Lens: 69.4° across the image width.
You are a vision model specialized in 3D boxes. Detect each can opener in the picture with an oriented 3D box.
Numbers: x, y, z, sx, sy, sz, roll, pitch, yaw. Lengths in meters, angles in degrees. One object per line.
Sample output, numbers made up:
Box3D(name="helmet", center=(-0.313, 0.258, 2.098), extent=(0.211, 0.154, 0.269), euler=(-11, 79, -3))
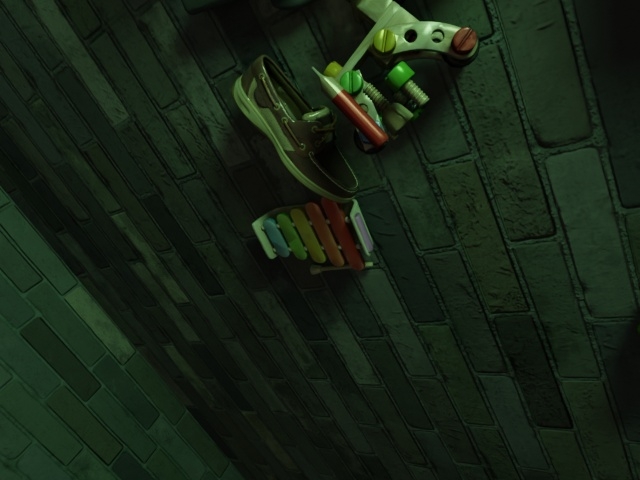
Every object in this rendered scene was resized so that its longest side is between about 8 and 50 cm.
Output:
Box3D(name="can opener", center=(-0.134, -0.456, 0.847), extent=(0.281, 0.074, 0.093), euler=(4, 127, 29))

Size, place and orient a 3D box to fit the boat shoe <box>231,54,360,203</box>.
Box3D(name="boat shoe", center=(-0.027, -0.225, 0.942), extent=(0.342, 0.123, 0.123), euler=(49, 131, -8))

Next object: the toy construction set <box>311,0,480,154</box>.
Box3D(name="toy construction set", center=(0.073, -0.284, 0.721), extent=(0.237, 0.309, 0.257), euler=(46, 127, -2))

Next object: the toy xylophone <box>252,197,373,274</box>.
Box3D(name="toy xylophone", center=(0.000, 0.000, 1.123), extent=(0.323, 0.081, 0.236), euler=(-12, 118, 41))

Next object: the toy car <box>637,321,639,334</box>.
Box3D(name="toy car", center=(0.706, 0.142, 0.815), extent=(0.189, 0.148, 0.154), euler=(-5, 131, -1))
